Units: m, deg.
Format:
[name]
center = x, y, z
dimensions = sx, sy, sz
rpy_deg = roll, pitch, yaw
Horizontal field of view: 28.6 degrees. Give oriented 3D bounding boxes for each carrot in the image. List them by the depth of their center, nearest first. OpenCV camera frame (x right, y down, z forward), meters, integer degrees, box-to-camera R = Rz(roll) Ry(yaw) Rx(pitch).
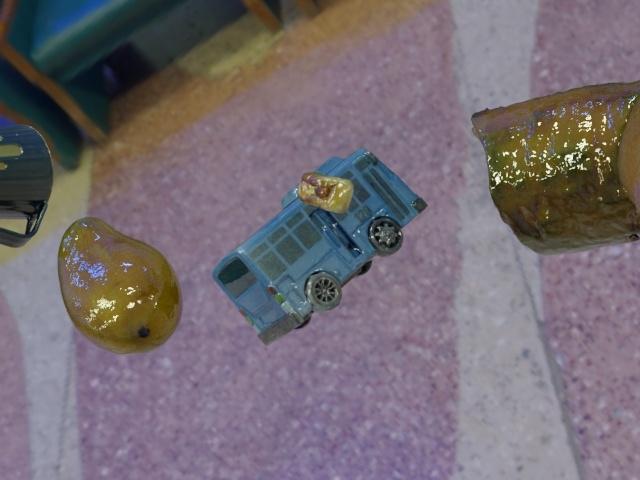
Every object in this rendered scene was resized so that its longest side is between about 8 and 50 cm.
[carrot]
center = 0.365, -0.102, 1.842
dimensions = 0.341, 0.241, 0.241
rpy_deg = -10, 47, 43

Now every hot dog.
[hot dog]
center = -0.001, -0.044, 1.099
dimensions = 0.090, 0.034, 0.030
rpy_deg = -158, 83, -71

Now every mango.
[mango]
center = -0.246, 0.054, 1.498
dimensions = 0.136, 0.099, 0.227
rpy_deg = -52, 50, 4

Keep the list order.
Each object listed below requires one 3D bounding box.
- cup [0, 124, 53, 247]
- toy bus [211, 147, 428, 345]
[cup]
center = -0.450, -0.071, 1.679
dimensions = 0.131, 0.155, 0.176
rpy_deg = -40, 68, 35
[toy bus]
center = 0.000, 0.000, 1.446
dimensions = 0.234, 0.133, 0.116
rpy_deg = -41, 0, -30
